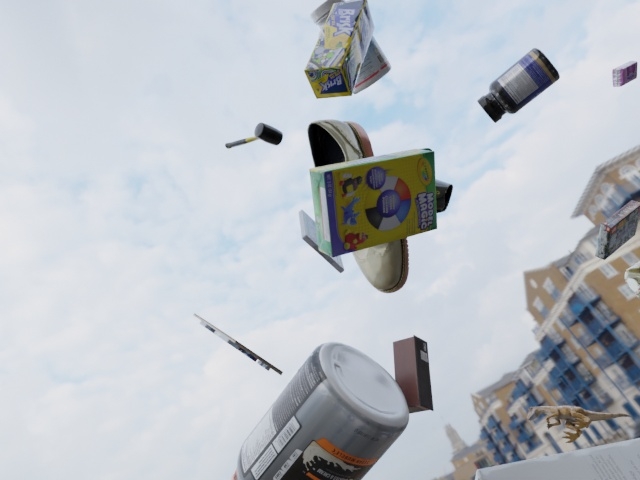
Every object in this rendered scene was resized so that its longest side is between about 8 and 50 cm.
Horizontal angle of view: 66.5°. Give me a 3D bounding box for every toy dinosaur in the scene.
[{"bbox_3d":[0.563,0.382,1.062,0.212,0.064,0.112,-2,16,23],"label":"toy dinosaur"}]

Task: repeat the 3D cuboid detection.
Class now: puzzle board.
[{"bbox_3d":[-0.119,0.146,0.686,0.096,0.128,0.011,45,-109,-36],"label":"puzzle board"}]

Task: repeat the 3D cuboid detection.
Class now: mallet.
[{"bbox_3d":[-0.175,-0.243,1.161,0.190,0.039,0.062,0,-13,39],"label":"mallet"}]

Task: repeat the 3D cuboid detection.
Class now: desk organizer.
[{"bbox_3d":[0.169,0.247,0.903,0.050,0.130,0.047,-25,-42,35],"label":"desk organizer"}]

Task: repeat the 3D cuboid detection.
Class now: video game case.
[{"bbox_3d":[0.000,0.000,1.704,0.023,0.212,0.193,-41,-66,14],"label":"video game case"}]

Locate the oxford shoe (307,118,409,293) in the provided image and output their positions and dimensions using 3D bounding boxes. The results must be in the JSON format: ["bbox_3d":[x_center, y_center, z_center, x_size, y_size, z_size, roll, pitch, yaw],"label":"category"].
[{"bbox_3d":[0.063,-0.072,1.028,0.141,0.396,0.147,-30,-16,36],"label":"oxford shoe"}]

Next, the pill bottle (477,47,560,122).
[{"bbox_3d":[0.597,-0.466,1.491,0.219,0.122,0.123,-39,-33,26],"label":"pill bottle"}]

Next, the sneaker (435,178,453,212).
[{"bbox_3d":[0.149,-0.063,0.868,0.222,0.118,0.083,-48,-34,-38],"label":"sneaker"}]

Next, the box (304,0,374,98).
[{"bbox_3d":[0.033,-0.289,0.731,0.059,0.168,0.054,2,-34,24],"label":"box"}]

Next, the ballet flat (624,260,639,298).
[{"bbox_3d":[0.849,0.099,1.286,0.077,0.091,0.241,1,11,22],"label":"ballet flat"}]

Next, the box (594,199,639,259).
[{"bbox_3d":[0.704,-0.025,1.154,0.137,0.027,0.093,-30,-53,-24],"label":"box"}]

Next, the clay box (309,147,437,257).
[{"bbox_3d":[0.098,-0.064,0.743,0.222,0.053,0.127,-15,-71,-23],"label":"clay box"}]

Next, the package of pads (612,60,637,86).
[{"bbox_3d":[0.838,-0.459,1.346,0.083,0.032,0.050,-28,-62,-26],"label":"package of pads"}]

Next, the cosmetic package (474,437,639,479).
[{"bbox_3d":[0.488,0.515,0.912,0.386,0.156,0.217,-11,-55,-4],"label":"cosmetic package"}]

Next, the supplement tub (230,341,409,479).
[{"bbox_3d":[-0.013,0.346,0.831,0.194,0.193,0.315,15,-65,-49],"label":"supplement tub"}]

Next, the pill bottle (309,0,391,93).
[{"bbox_3d":[0.052,-0.354,0.882,0.087,0.087,0.160,-34,-74,6],"label":"pill bottle"}]
